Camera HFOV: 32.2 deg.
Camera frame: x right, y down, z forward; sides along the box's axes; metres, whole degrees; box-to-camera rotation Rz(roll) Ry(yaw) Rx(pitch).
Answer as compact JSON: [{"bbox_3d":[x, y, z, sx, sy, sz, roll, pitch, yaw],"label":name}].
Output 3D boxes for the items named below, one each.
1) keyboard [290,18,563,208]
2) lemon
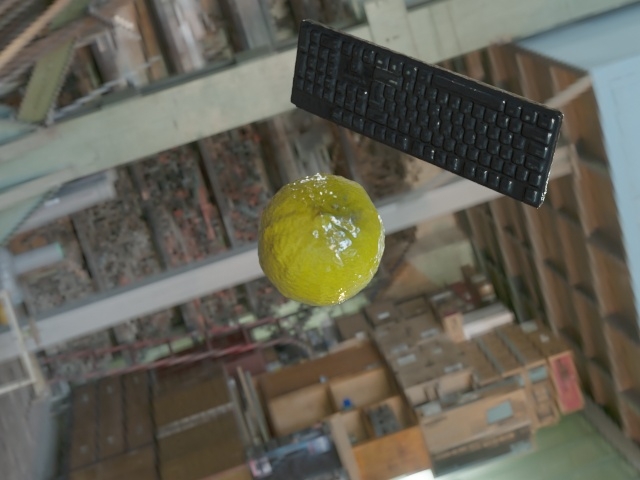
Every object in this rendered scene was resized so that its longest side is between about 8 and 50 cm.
[{"bbox_3d":[0.090,-0.125,1.067,0.310,0.018,0.100,28,-57,33],"label":"keyboard"},{"bbox_3d":[-0.001,-0.002,1.484,0.193,0.181,0.180,74,-5,-49],"label":"lemon"}]
